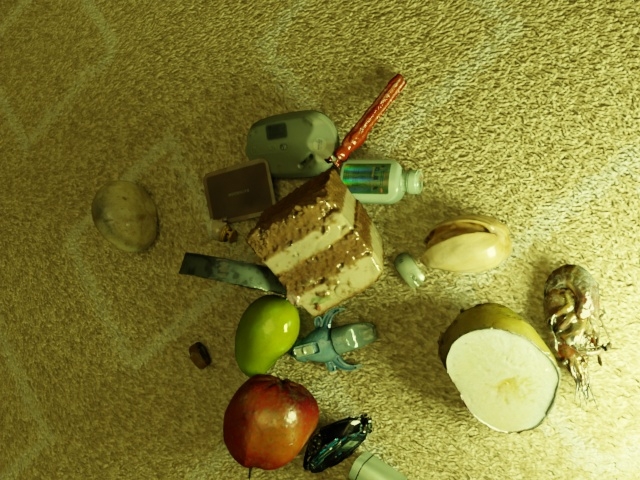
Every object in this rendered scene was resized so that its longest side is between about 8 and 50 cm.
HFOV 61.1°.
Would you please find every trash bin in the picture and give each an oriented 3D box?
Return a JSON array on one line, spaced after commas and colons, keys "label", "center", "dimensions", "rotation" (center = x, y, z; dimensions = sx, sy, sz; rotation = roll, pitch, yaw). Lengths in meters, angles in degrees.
[{"label": "trash bin", "center": [0.150, 0.616, 1.413], "dimensions": [0.130, 0.116, 0.059], "rotation": [25, 96, 22]}]

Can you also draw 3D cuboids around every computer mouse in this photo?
[{"label": "computer mouse", "center": [0.242, 0.082, 1.482], "dimensions": [0.056, 0.032, 0.110], "rotation": [-40, 71, 15]}, {"label": "computer mouse", "center": [0.040, 0.539, 1.466], "dimensions": [0.242, 0.146, 0.077], "rotation": [-42, 54, 11]}, {"label": "computer mouse", "center": [-0.084, -0.286, 1.634], "dimensions": [0.331, 0.095, 0.197], "rotation": [4, 99, 34]}]

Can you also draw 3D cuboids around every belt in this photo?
[{"label": "belt", "center": [-0.379, 0.360, 1.701], "dimensions": [0.036, 0.059, 0.083], "rotation": [-36, 71, 16]}]

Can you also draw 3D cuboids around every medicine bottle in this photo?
[{"label": "medicine bottle", "center": [0.168, -0.164, 1.516], "dimensions": [0.229, 0.083, 0.121], "rotation": [3, 82, 23]}]

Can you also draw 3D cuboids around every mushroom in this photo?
[{"label": "mushroom", "center": [-0.680, -0.081, 1.814], "dimensions": [0.195, 0.189, 0.253], "rotation": [-25, 72, 16]}]

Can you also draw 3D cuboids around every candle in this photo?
[{"label": "candle", "center": [0.135, -0.336, 1.535], "dimensions": [0.329, 0.051, 0.048], "rotation": [-51, 43, -5]}]

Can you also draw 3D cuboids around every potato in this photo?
[{"label": "potato", "center": [0.429, 0.287, 1.306], "dimensions": [0.246, 0.196, 0.299], "rotation": [-28, 102, 20]}]

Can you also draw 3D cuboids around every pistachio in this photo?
[{"label": "pistachio", "center": [0.366, 0.013, 1.384], "dimensions": [0.229, 0.157, 0.157], "rotation": [-9, 80, 28]}]

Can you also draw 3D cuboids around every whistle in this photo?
[{"label": "whistle", "center": [0.031, 0.285, 1.526], "dimensions": [0.269, 0.093, 0.180], "rotation": [-17, 84, 14]}]

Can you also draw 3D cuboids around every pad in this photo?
[{"label": "pad", "center": [-0.259, -0.150, 1.706], "dimensions": [0.266, 0.002, 0.176], "rotation": [-10, 91, 30]}]

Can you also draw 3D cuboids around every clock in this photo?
[{"label": "clock", "center": [-0.231, 0.096, 1.527], "dimensions": [0.325, 0.325, 0.067], "rotation": [8, 83, 24]}]

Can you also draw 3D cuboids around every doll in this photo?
[{"label": "doll", "center": [-0.323, -0.041, 1.721], "dimensions": [0.127, 0.073, 0.084], "rotation": [22, 79, 19]}]

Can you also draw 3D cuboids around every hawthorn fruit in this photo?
[{"label": "hawthorn fruit", "center": [-0.144, 0.524, 1.485], "dimensions": [0.254, 0.254, 0.300], "rotation": [16, 94, 24]}]

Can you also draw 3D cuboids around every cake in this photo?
[{"label": "cake", "center": [0.000, 0.000, 1.436], "dimensions": [0.256, 0.282, 0.290], "rotation": [-30, 107, 17]}]

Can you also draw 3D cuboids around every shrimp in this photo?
[{"label": "shrimp", "center": [0.607, 0.224, 1.265], "dimensions": [0.145, 0.116, 0.343], "rotation": [-12, 79, 36]}]

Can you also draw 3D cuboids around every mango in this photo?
[{"label": "mango", "center": [-0.165, 0.267, 1.561], "dimensions": [0.273, 0.149, 0.185], "rotation": [-50, 43, 36]}]
